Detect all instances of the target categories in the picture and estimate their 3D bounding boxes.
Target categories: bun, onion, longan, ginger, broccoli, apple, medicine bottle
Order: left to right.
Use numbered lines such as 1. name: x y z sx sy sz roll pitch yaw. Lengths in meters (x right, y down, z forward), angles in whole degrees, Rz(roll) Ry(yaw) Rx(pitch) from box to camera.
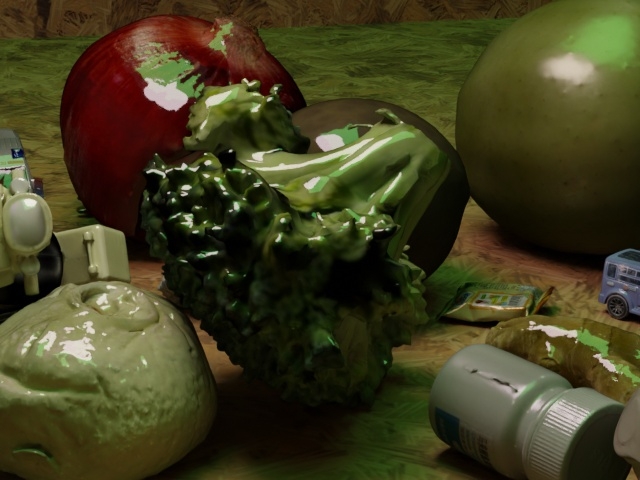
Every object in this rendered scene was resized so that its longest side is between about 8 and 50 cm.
1. bun: -0.214 0.119 1.213 0.244 0.153 0.244 -3 16 1
2. onion: -0.188 -0.152 1.774 0.341 0.341 0.341 1 18 0
3. broccoli: 0.009 0.007 1.261 0.348 0.281 0.293 40 0 -34
4. longan: 0.030 -0.043 1.558 0.300 0.243 0.300 -8 -19 -3
5. medicine bottle: 0.185 0.163 1.177 0.105 0.105 0.168 -13 23 -37
6. apple: 0.352 -0.151 1.760 0.357 0.357 0.357 1 18 0
7. ginger: 0.275 0.117 1.356 0.205 0.081 0.115 24 59 32

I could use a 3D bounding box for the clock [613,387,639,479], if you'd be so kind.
1. clock: 0.376 0.170 1.051 0.265 0.108 0.324 32 29 17

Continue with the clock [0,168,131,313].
1. clock: -0.361 0.017 1.324 0.276 0.120 0.379 -11 -7 10

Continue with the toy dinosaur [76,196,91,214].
1. toy dinosaur: -0.273 -0.065 1.941 0.162 0.039 0.126 5 28 -4

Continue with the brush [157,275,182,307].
1. brush: -0.113 -0.014 1.466 0.070 0.327 0.065 33 51 -3

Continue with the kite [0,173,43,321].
1. kite: -0.410 0.001 1.640 0.204 0.022 0.360 -5 31 -11

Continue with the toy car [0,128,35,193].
1. toy car: -0.444 -0.083 1.859 0.089 0.108 0.209 -4 20 -15

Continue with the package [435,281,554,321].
1. package: 0.206 0.074 1.559 0.121 0.031 0.108 3 17 21

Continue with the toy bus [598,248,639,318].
1. toy bus: 0.409 0.063 1.534 0.167 0.076 0.073 17 23 42
